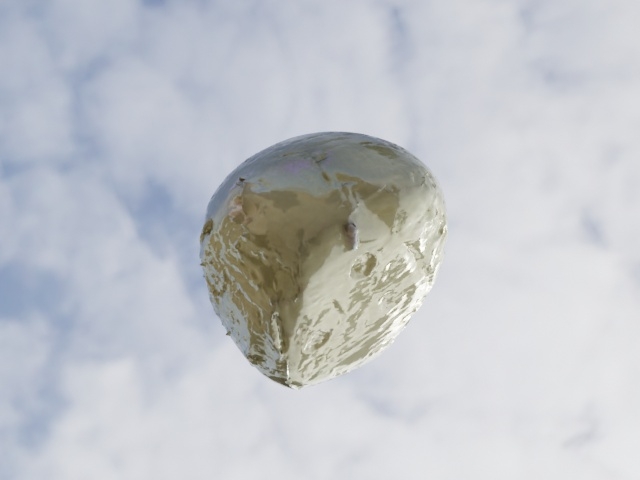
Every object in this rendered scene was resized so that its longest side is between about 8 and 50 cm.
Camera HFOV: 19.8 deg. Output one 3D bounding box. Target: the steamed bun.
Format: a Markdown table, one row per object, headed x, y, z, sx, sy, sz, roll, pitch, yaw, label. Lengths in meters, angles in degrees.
| x | y | z | sx | sy | sz | roll | pitch | yaw | label |
| --- | --- | --- | --- | --- | --- | --- | --- | --- | --- |
| 0.000 | 0.000 | 0.848 | 0.091 | 0.112 | 0.130 | 50 | -26 | 32 | steamed bun |
